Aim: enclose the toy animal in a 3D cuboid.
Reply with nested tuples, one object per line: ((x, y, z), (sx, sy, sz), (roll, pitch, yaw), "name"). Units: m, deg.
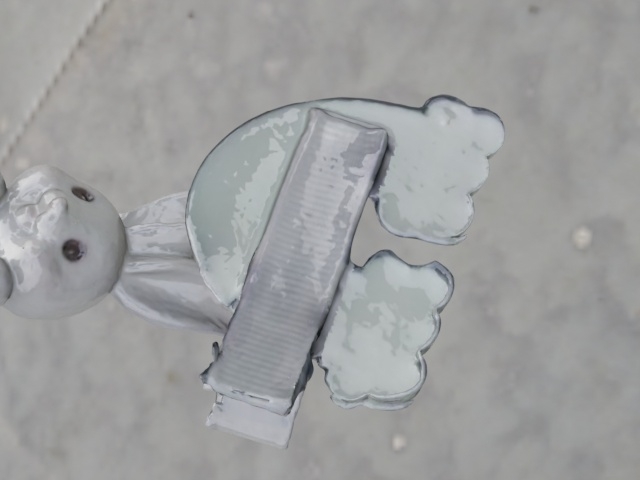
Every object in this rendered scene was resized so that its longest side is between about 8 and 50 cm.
((-0.149, 0.004, 1.140), (0.131, 0.221, 0.103), (96, 169, -60), "toy animal")

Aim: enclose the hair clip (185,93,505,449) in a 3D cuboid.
((0.000, 0.000, 0.829), (0.054, 0.140, 0.220), (95, -168, -54), "hair clip")
